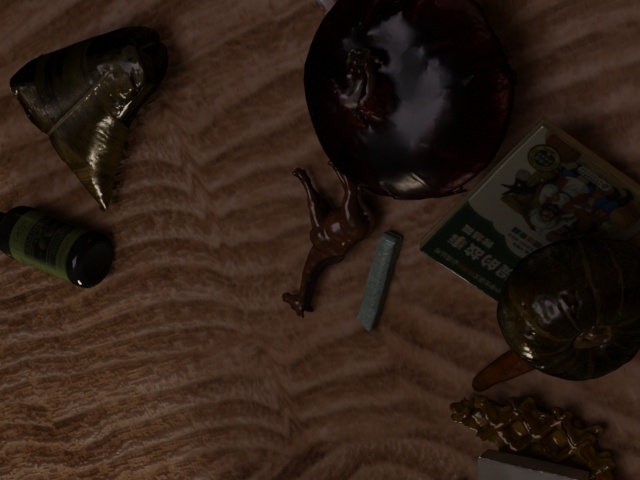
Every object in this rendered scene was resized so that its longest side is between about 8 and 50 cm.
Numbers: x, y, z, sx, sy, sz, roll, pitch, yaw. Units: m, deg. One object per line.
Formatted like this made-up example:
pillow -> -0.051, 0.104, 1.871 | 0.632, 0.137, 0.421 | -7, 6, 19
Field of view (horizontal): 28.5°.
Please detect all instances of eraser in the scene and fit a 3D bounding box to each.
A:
eraser -> 0.298, 0.418, 1.779 | 0.157, 0.038, 0.230 | 8, 109, 30

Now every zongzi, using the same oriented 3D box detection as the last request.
zongzi -> -0.335, -0.193, 2.068 | 0.286, 0.134, 0.288 | -11, 112, 33

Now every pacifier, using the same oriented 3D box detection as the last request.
pacifier -> 0.031, -0.351, 1.788 | 0.078, 0.081, 0.099 | -32, 112, 7

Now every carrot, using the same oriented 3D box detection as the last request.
carrot -> 0.279, 0.176, 1.792 | 0.191, 0.047, 0.047 | -37, 82, 40

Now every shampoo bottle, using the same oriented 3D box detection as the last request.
shampoo bottle -> -0.505, -0.002, 2.258 | 0.284, 0.101, 0.101 | 19, 116, 30

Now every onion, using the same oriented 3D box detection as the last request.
onion -> 0.108, -0.198, 1.667 | 0.314, 0.232, 0.314 | 11, 110, 31

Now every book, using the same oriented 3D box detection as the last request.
book -> 0.288, -0.019, 1.672 | 0.202, 0.027, 0.264 | 33, 128, -14

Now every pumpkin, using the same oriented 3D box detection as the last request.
pumpkin -> 0.329, 0.080, 1.631 | 0.219, 0.219, 0.162 | -47, 41, 36

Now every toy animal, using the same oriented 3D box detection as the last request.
toy animal -> 0.000, 0.000, 1.920 | 0.224, 0.066, 0.230 | -11, 104, 38

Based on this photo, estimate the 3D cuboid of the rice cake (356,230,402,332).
rice cake -> 0.087, 0.063, 1.901 | 0.033, 0.029, 0.171 | 25, 120, 20

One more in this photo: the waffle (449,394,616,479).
waffle -> 0.314, 0.357, 1.814 | 0.259, 0.069, 0.293 | 6, 109, 30
